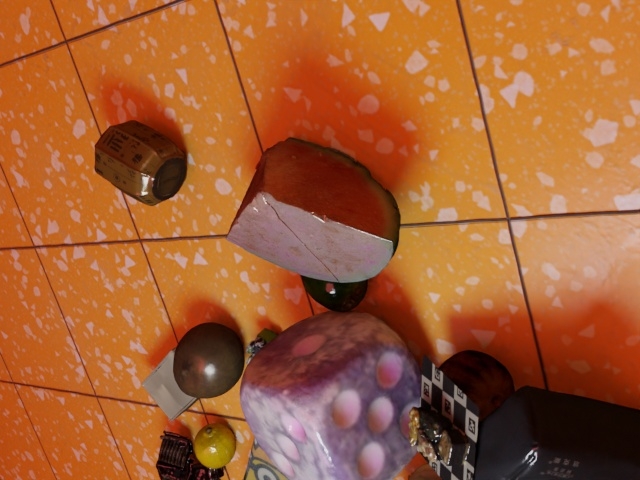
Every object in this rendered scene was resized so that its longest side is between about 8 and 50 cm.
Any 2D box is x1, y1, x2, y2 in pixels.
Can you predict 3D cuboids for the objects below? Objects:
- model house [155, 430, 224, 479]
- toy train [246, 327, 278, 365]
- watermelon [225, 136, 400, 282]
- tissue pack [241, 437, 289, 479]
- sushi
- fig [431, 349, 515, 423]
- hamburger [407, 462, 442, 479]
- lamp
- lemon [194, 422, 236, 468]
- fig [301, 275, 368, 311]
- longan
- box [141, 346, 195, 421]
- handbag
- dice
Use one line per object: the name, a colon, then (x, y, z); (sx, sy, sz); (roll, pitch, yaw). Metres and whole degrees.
model house: (-0.355, 0.606, 2.147); (0.203, 0.141, 0.164); (19, 104, 6)
toy train: (-0.128, 0.289, 1.797); (0.060, 0.081, 0.202); (28, 135, 26)
watermelon: (0.001, -0.074, 1.422); (0.292, 0.222, 0.319); (22, 157, -1)
tissue pack: (-0.062, 0.559, 1.852); (0.228, 0.128, 0.311); (31, 130, 20)
sushi: (0.190, 0.323, 1.333); (0.215, 0.050, 0.192); (-141, 51, -67)
fig: (0.263, 0.262, 1.418); (0.149, 0.148, 0.202); (-50, 47, 13)
hamburger: (0.241, 0.588, 1.552); (0.291, 0.225, 0.291); (20, 120, 38)
lamp: (-0.391, -0.169, 1.707); (0.185, 0.161, 0.161); (29, 129, 23)
lemon: (-0.272, 0.527, 2.023); (0.109, 0.109, 0.133); (13, 136, 34)
fig: (0.006, 0.071, 1.544); (0.177, 0.117, 0.117); (21, 125, 29)
longan: (-0.262, 0.282, 1.838); (0.167, 0.167, 0.187); (44, 98, 12)
box: (-0.352, 0.354, 2.009); (0.129, 0.086, 0.225); (50, 134, 5)
handbag: (0.388, 0.379, 1.267); (0.302, 0.178, 0.275); (14, 132, -17)
dice: (0.028, 0.311, 1.513); (0.270, 0.270, 0.271); (1, 121, 52)
